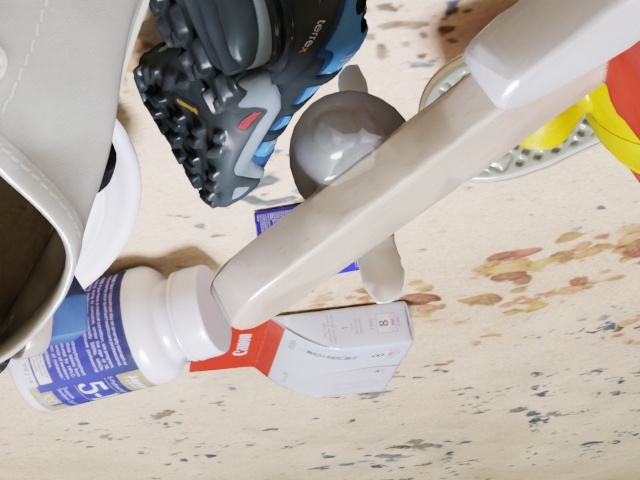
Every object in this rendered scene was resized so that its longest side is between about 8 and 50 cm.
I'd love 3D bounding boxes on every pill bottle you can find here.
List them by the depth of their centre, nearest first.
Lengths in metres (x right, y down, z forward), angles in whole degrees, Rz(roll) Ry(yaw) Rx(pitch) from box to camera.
[{"bbox_3d":[-0.183,0.085,1.163,0.186,0.112,0.112,-15,158,14],"label":"pill bottle"}]

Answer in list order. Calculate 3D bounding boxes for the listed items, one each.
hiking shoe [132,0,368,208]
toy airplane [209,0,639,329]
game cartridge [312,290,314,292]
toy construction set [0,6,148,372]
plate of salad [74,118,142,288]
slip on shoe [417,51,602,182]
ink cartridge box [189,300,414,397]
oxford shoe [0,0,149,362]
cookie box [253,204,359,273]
[{"bbox_3d":[-0.029,-0.105,0.757,0.132,0.113,0.304,-29,176,-16],"label":"hiking shoe"},{"bbox_3d":[0.152,-0.115,0.591,0.386,0.272,0.384,-9,141,-28],"label":"toy airplane"},{"bbox_3d":[-0.031,0.035,1.234,0.056,0.017,0.083,-3,158,-5],"label":"game cartridge"},{"bbox_3d":[-0.227,-0.096,0.616,0.308,0.258,0.237,8,136,-19],"label":"toy construction set"},{"bbox_3d":[-0.224,-0.030,0.878,0.199,0.048,0.200,-12,128,-16],"label":"plate of salad"},{"bbox_3d":[0.225,-0.123,0.848,0.331,0.123,0.101,-17,-170,6],"label":"slip on shoe"},{"bbox_3d":[-0.025,0.134,1.431,0.232,0.066,0.189,-9,159,-12],"label":"ink cartridge box"},{"bbox_3d":[-0.120,-0.122,0.410,0.169,0.130,0.449,13,120,-6],"label":"oxford shoe"},{"bbox_3d":[0.000,0.000,1.123,0.107,0.040,0.092,-9,158,0],"label":"cookie box"}]
